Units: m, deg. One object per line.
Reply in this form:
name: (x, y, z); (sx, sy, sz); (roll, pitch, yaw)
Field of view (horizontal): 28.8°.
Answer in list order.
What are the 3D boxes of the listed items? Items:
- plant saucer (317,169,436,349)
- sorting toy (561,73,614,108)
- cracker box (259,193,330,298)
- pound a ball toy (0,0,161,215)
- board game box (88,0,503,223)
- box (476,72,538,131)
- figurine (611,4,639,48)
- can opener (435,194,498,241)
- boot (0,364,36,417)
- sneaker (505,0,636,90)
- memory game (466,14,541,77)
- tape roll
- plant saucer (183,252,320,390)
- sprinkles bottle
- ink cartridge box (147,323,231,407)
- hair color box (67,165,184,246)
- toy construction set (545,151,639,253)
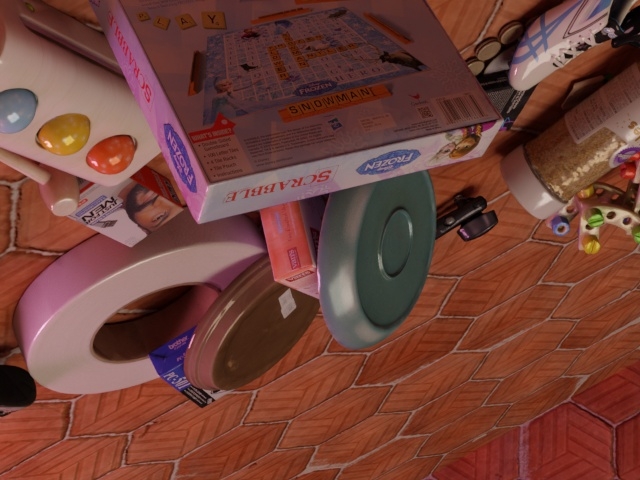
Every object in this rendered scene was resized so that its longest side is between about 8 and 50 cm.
plant saucer: (0.093, 0.002, 1.769); (0.043, 0.317, 0.317); (10, 171, 28)
sorting toy: (0.416, -0.235, 1.934); (0.083, 0.012, 0.062); (-19, 156, -19)
cracker box: (0.000, 0.000, 1.778); (0.067, 0.156, 0.232); (-21, 158, 22)
pound a ball toy: (-0.295, -0.117, 1.302); (0.208, 0.136, 0.319); (-36, 153, 17)
board game box: (-0.034, -0.189, 1.215); (0.318, 0.318, 0.066); (-14, 151, -27)
box: (0.224, -0.189, 1.779); (0.162, 0.029, 0.116); (-12, 152, -27)
figurine: (0.516, -0.343, 1.721); (0.209, 0.092, 0.215); (-38, 172, 37)
can opener: (0.200, -0.019, 2.072); (0.186, 0.073, 0.059); (-26, 164, 17)
boot: (-0.545, 0.232, 1.763); (0.236, 0.085, 0.178); (13, 144, -39)
sneaker: (0.347, -0.282, 1.671); (0.237, 0.086, 0.085); (-43, 150, 18)
memory game: (0.270, -0.251, 1.758); (0.186, 0.012, 0.186); (-23, 154, -12)
tape roll: (-0.249, 0.094, 1.816); (0.392, 0.072, 0.392); (-22, 153, -12)
plant saucer: (-0.087, 0.121, 1.855); (0.278, 0.041, 0.278); (-38, 153, -23)
sprinkles bottle: (0.447, -0.176, 1.917); (0.355, 0.121, 0.121); (-38, 153, 25)
ink cartridge box: (-0.184, 0.196, 1.936); (0.097, 0.046, 0.207); (-30, 155, 0)
hair color box: (-0.254, -0.056, 1.552); (0.093, 0.053, 0.167); (-35, 155, 12)
toy construction set: (0.526, -0.121, 2.125); (0.215, 0.151, 0.328); (3, 140, -7)
